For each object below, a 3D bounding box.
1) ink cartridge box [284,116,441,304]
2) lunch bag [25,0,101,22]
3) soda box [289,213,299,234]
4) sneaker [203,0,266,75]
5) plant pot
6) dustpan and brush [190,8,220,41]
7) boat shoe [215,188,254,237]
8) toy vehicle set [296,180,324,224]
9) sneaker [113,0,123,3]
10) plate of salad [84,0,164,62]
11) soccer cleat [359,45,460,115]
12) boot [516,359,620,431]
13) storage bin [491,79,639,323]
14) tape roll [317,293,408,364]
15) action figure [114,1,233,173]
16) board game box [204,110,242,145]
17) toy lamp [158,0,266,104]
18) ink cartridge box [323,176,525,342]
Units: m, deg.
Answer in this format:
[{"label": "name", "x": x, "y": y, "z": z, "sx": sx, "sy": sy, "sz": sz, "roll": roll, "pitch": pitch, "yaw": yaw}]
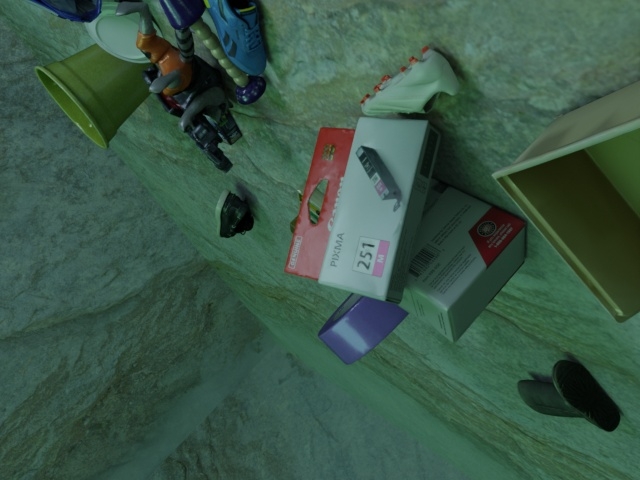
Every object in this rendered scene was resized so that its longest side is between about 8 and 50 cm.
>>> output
[{"label": "ink cartridge box", "x": 0.047, "y": -0.059, "z": 0.914, "sx": 0.238, "sy": 0.275, "sz": 0.060, "roll": 12, "pitch": 176, "yaw": 36}, {"label": "lunch bag", "x": -0.647, "y": -0.667, "z": 1.232, "sx": 0.328, "sy": 0.239, "sz": 0.386, "roll": 42, "pitch": 167, "yaw": 45}, {"label": "soda box", "x": 0.000, "y": 0.000, "z": 1.560, "sx": 0.181, "sy": 0.061, "sz": 0.058, "roll": 40, "pitch": 163, "yaw": 16}, {"label": "sneaker", "x": -0.139, "y": -0.379, "z": 1.020, "sx": 0.082, "sy": 0.069, "sz": 0.209, "roll": 26, "pitch": 154, "yaw": 37}, {"label": "plant pot", "x": -0.608, "y": -0.446, "z": 1.624, "sx": 0.276, "sy": 0.254, "sz": 0.276, "roll": 39, "pitch": 161, "yaw": 16}, {"label": "dustpan and brush", "x": -0.241, "y": -0.477, "z": 1.066, "sx": 0.147, "sy": 0.060, "sz": 0.211, "roll": 24, "pitch": 163, "yaw": 19}, {"label": "boat shoe", "x": -0.283, "y": -0.073, "z": 1.956, "sx": 0.112, "sy": 0.127, "sz": 0.340, "roll": 21, "pitch": 158, "yaw": 1}, {"label": "toy vehicle set", "x": 0.051, "y": -0.022, "z": 1.437, "sx": 0.266, "sy": 0.035, "sz": 0.166, "roll": 39, "pitch": 162, "yaw": 20}, {"label": "sneaker", "x": -0.495, "y": -0.557, "z": 1.481, "sx": 0.064, "sy": 0.061, "sz": 0.158, "roll": 13, "pitch": 153, "yaw": 2}, {"label": "plate of salad", "x": -0.486, "y": -0.523, "z": 1.430, "sx": 0.199, "sy": 0.048, "sz": 0.200, "roll": 7, "pitch": 153, "yaw": 3}, {"label": "soccer cleat", "x": 0.121, "y": -0.207, "z": 0.822, "sx": 0.076, "sy": 0.068, "sz": 0.196, "roll": 46, "pitch": 160, "yaw": -12}, {"label": "boot", "x": 0.478, "y": 0.305, "z": 1.168, "sx": 0.190, "sy": 0.076, "sz": 0.208, "roll": 51, "pitch": 169, "yaw": -10}, {"label": "storage bin", "x": 0.361, "y": -0.034, "z": 0.565, "sx": 0.260, "sy": 0.123, "sz": 0.262, "roll": 48, "pitch": 162, "yaw": -7}, {"label": "tape roll", "x": 0.119, "y": 0.140, "z": 1.247, "sx": 0.090, "sy": 0.275, "sz": 0.275, "roll": 45, "pitch": 163, "yaw": 2}, {"label": "action figure", "x": -0.267, "y": -0.325, "z": 1.233, "sx": 0.341, "sy": 0.178, "sz": 0.330, "roll": 50, "pitch": -175, "yaw": 12}, {"label": "board game box", "x": -0.298, "y": -0.336, "z": 1.510, "sx": 0.170, "sy": 0.048, "sz": 0.141, "roll": 29, "pitch": 158, "yaw": 41}, {"label": "toy lamp", "x": -0.201, "y": -0.371, "z": 1.077, "sx": 0.080, "sy": 0.080, "sz": 0.274, "roll": 30, "pitch": 171, "yaw": 40}, {"label": "ink cartridge box", "x": 0.171, "y": 0.007, "z": 0.962, "sx": 0.272, "sy": 0.197, "sz": 0.114, "roll": 34, "pitch": 159, "yaw": 35}]
